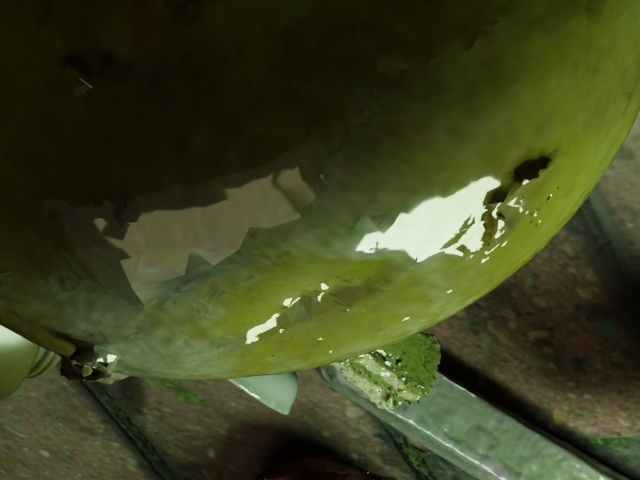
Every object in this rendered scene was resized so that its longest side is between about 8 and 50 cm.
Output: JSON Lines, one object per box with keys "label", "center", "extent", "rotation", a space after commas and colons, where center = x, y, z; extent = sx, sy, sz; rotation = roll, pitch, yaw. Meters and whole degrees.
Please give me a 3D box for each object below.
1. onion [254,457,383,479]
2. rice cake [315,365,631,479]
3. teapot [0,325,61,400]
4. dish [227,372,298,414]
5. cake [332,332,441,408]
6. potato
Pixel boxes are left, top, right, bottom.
{"label": "onion", "center": [0.029, 0.282, 1.506], "extent": [0.230, 0.163, 0.230], "rotation": [21, 120, 43]}
{"label": "rice cake", "center": [0.163, 0.176, 1.397], "extent": [0.399, 0.064, 0.070], "rotation": [32, 166, -17]}
{"label": "teapot", "center": [-0.245, 0.020, 1.303], "extent": [0.175, 0.185, 0.267], "rotation": [4, 120, -37]}
{"label": "dish", "center": [-0.060, 0.063, 1.351], "extent": [0.141, 0.078, 0.141], "rotation": [35, 179, 1]}
{"label": "cake", "center": [0.021, 0.071, 1.203], "extent": [0.140, 0.055, 0.051], "rotation": [26, 148, -36]}
{"label": "potato", "center": [-0.043, -0.102, 0.913], "extent": [0.442, 0.319, 0.385], "rotation": [-19, 124, 19]}
